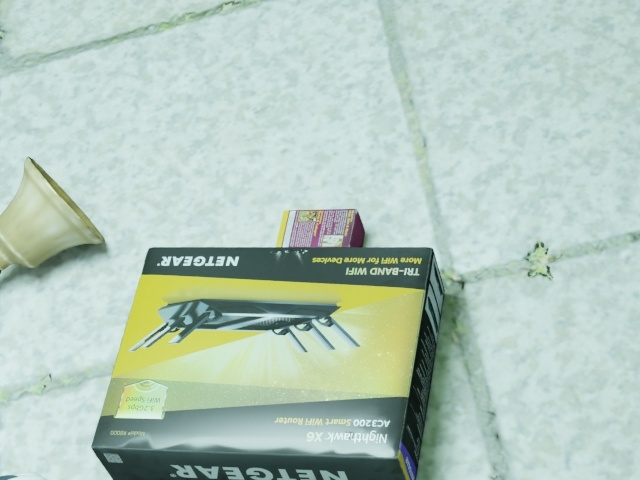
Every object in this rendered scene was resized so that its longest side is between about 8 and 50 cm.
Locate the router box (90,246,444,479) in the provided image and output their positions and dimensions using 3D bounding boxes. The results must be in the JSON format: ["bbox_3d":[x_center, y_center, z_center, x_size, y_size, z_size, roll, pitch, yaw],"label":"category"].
[{"bbox_3d":[-0.046,0.124,1.528,0.308,0.081,0.243,-1,53,16],"label":"router box"}]

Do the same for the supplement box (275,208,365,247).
[{"bbox_3d":[0.000,0.000,1.637,0.083,0.043,0.055,0,52,17],"label":"supplement box"}]

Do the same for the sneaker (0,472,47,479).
[{"bbox_3d":[-0.386,0.237,1.529,0.235,0.094,0.153,-24,58,10],"label":"sneaker"}]

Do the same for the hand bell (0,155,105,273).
[{"bbox_3d":[-0.369,0.033,1.699,0.242,0.126,0.126,-41,52,-2],"label":"hand bell"}]
